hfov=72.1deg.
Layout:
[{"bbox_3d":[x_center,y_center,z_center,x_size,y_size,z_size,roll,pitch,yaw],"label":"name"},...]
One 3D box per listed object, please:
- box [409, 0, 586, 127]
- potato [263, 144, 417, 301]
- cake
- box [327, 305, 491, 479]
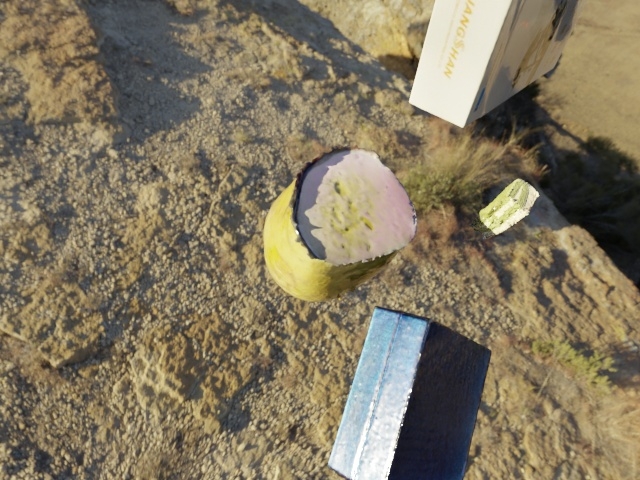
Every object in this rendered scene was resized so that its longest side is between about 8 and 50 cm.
[{"bbox_3d":[0.185,-0.215,0.413,0.067,0.149,0.233,33,48,27],"label":"box"},{"bbox_3d":[0.000,0.000,0.763,0.230,0.266,0.229,11,63,-22],"label":"potato"},{"bbox_3d":[0.304,-0.040,0.750,0.051,0.140,0.055,38,51,5],"label":"cake"},{"bbox_3d":[0.168,0.276,0.748,0.279,0.116,0.261,30,72,-43],"label":"box"}]
